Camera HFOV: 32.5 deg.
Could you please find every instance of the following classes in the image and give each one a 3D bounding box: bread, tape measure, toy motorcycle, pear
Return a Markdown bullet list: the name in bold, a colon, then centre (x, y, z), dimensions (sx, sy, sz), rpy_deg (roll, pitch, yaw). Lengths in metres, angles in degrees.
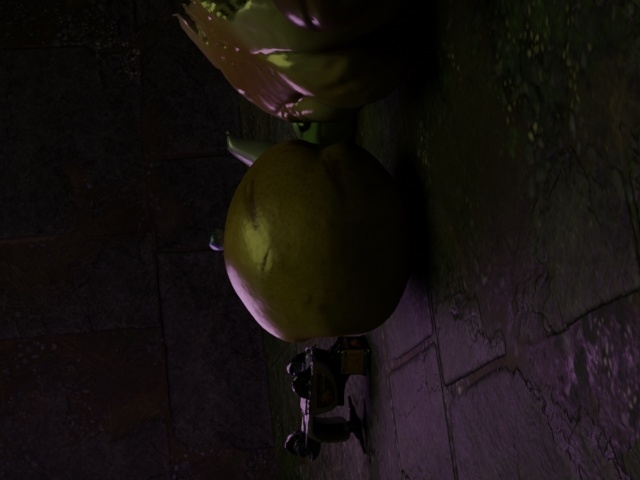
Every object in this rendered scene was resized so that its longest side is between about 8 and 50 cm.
- **bread**: centre (-0.038, -0.294, 1.612), dimensions (0.424, 0.328, 0.245), rpy_deg (-164, 70, -67)
- **tape measure**: centre (0.004, -0.252, 2.037), dimensions (0.175, 0.106, 0.200), rpy_deg (-126, 29, -45)
- **toy motorcycle**: centre (0.012, 0.309, 2.089), dimensions (0.091, 0.157, 0.263), rpy_deg (-108, 19, -62)
- **pear**: centre (0.000, 0.000, 1.677), dimensions (0.314, 0.314, 0.315), rpy_deg (176, 90, -80)

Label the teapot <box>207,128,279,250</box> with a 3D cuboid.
- **teapot**: centre (-0.068, -0.027, 2.000), dimensions (0.252, 0.279, 0.424), rpy_deg (106, 148, -65)

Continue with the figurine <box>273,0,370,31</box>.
- **figurine**: centre (0.005, -0.464, 1.263), dimensions (0.388, 0.248, 0.276), rpy_deg (-53, 39, 4)
